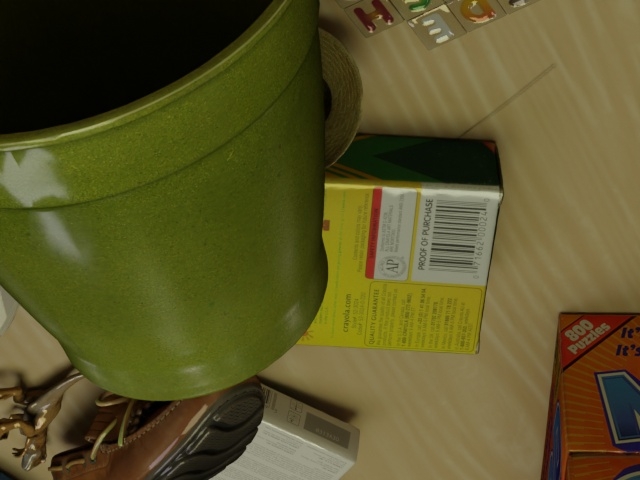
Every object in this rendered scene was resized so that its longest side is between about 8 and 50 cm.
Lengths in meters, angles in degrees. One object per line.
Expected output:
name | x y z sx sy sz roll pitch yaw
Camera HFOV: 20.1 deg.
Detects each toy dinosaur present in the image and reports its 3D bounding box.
toy dinosaur | -0.302 0.177 1.951 0.112 0.064 0.211 -4 149 -34

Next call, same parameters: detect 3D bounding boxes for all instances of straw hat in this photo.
straw hat | -0.015 -0.122 1.591 0.144 0.144 0.061 -22 170 24

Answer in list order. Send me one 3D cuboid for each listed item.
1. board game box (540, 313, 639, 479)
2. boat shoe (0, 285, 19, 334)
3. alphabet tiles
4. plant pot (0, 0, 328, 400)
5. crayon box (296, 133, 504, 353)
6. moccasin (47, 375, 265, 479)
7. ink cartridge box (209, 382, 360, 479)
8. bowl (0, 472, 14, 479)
board game box | 0.417 0.323 1.846 0.357 0.356 0.356 0 138 2
boat shoe | -0.395 0.093 1.818 0.127 0.158 0.340 29 104 -14
alphabet tiles | 0.108 -0.252 1.487 0.237 0.009 0.198 -22 132 24
plant pot | -0.144 -0.069 1.416 0.366 0.366 0.353 -8 133 11
crayon box | 0.000 0.000 1.692 0.319 0.081 0.202 4 128 -2
moccasin | -0.180 0.201 1.877 0.139 0.147 0.380 -18 167 -32
ink cartridge box | -0.087 0.246 1.997 0.181 0.056 0.224 26 136 -15
bowl | -0.495 0.375 2.148 0.391 0.077 0.391 1 137 1
